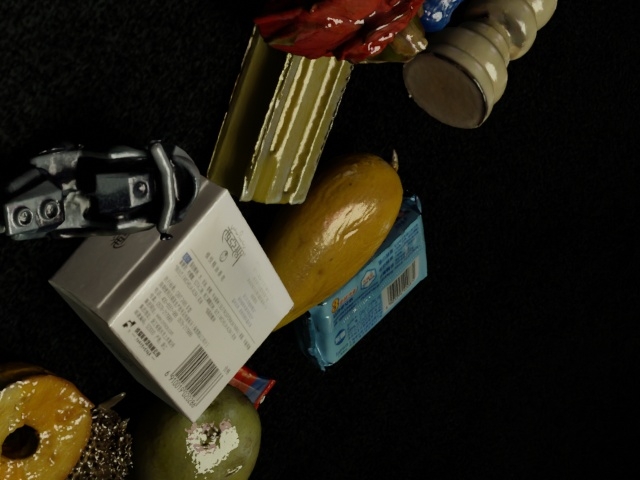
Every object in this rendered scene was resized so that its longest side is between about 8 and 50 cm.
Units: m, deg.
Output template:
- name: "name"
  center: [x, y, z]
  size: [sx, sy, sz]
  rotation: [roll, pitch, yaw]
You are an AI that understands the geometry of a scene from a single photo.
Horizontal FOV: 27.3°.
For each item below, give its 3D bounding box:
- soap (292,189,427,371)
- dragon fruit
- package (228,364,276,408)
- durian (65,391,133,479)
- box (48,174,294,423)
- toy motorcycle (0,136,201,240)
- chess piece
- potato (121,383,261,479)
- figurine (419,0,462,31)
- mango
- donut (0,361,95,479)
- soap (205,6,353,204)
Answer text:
- name: "soap"
  center: [0.060, 0.057, 1.935]
  size: [0.293, 0.077, 0.156]
  rotation: [-40, 144, -30]
- name: "dragon fruit"
  center: [0.086, -0.305, 1.488]
  size: [0.205, 0.152, 0.317]
  rotation: [49, 60, -51]
- name: "package"
  center: [-0.123, 0.209, 1.854]
  size: [0.083, 0.022, 0.200]
  rotation: [-56, 151, -4]
- name: "durian"
  center: [-0.282, 0.270, 1.606]
  size: [0.188, 0.091, 0.148]
  rotation: [-59, 150, -3]
- name: "box"
  center: [-0.168, 0.061, 1.559]
  size: [0.203, 0.116, 0.274]
  rotation: [-50, 149, -14]
- name: "toy motorcycle"
  center: [-0.228, -0.049, 1.338]
  size: [0.270, 0.159, 0.106]
  rotation: [-20, 112, -49]
- name: "chess piece"
  center: [0.243, -0.287, 1.846]
  size: [0.261, 0.143, 0.143]
  rotation: [-48, 149, -25]
- name: "potato"
  center: [-0.172, 0.295, 1.732]
  size: [0.174, 0.159, 0.251]
  rotation: [5, 131, -20]
- name: "figurine"
  center: [0.196, -0.376, 1.702]
  size: [0.164, 0.121, 0.262]
  rotation: [3, 117, -61]
- name: "mango"
  center: [0.000, 0.000, 1.757]
  size: [0.317, 0.119, 0.176]
  rotation: [-52, 158, -2]
- name: "donut"
  center: [-0.350, 0.214, 1.476]
  size: [0.190, 0.074, 0.174]
  rotation: [24, 98, -56]
- name: "soap"
  center: [-0.045, -0.160, 1.585]
  size: [0.135, 0.076, 0.233]
  rotation: [-1, 117, -55]
